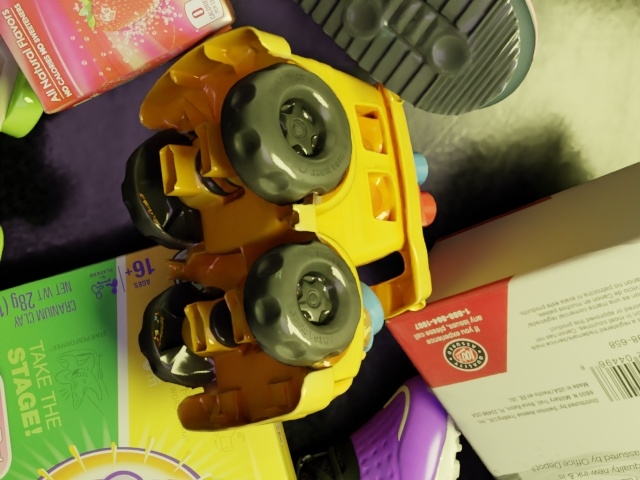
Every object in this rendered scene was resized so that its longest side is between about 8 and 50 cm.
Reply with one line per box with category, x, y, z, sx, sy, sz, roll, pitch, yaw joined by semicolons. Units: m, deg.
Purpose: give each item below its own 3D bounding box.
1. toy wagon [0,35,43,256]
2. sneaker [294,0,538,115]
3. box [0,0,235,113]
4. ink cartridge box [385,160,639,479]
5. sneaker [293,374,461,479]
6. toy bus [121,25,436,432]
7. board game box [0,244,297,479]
toy wagon;-0.312;-0.044;0.475;0.267;0.068;0.345;23;67;-35
sneaker;0.015;-0.208;0.548;0.112;0.131;0.319;-42;83;28
box;-0.163;-0.221;0.512;0.128;0.123;0.257;-26;105;3
ink cartridge box;0.208;0.105;0.585;0.197;0.114;0.273;-23;108;40
sneaker;-0.009;0.218;0.651;0.146;0.102;0.293;26;102;-9
toy bus;0.000;0.000;0.544;0.211;0.149;0.220;3;75;-42
board game box;-0.137;0.176;0.589;0.242;0.064;0.317;-17;81;1
